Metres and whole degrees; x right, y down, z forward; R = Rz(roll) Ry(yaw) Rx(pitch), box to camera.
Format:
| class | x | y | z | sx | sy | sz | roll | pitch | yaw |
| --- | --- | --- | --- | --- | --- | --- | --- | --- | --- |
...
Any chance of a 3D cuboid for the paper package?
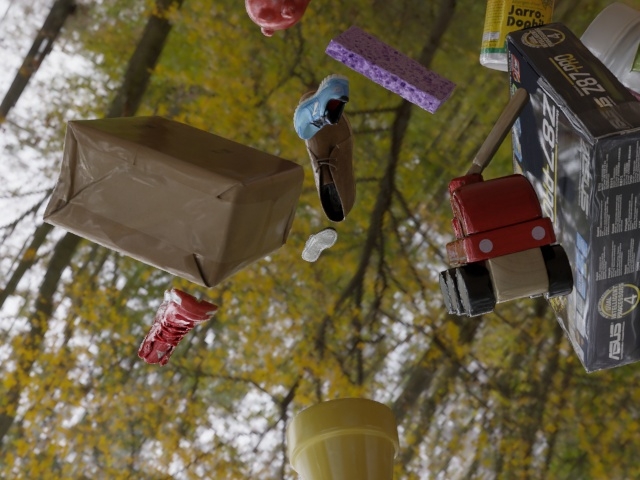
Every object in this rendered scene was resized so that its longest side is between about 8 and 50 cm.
| class | x | y | z | sx | sy | sz | roll | pitch | yaw |
| --- | --- | --- | --- | --- | --- | --- | --- | --- | --- |
| paper package | -0.222 | -0.077 | 1.532 | 0.309 | 0.168 | 0.325 | 20 | -166 | 11 |

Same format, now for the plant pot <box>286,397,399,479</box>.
| class | x | y | z | sx | sy | sz | roll | pitch | yaw |
| --- | --- | --- | --- | --- | --- | --- | --- | --- | --- |
| plant pot | 0.061 | 0.515 | 2.134 | 0.254 | 0.254 | 0.239 | 22 | -138 | -33 |

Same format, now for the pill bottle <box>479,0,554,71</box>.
| class | x | y | z | sx | sy | sz | roll | pitch | yaw |
| --- | --- | --- | --- | --- | --- | --- | --- | --- | --- |
| pill bottle | 0.351 | -0.408 | 1.687 | 0.118 | 0.208 | 0.117 | 8 | -176 | -1 |

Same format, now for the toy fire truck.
| class | x | y | z | sx | sy | sz | roll | pitch | yaw |
| --- | --- | --- | --- | --- | --- | --- | --- | --- | --- |
| toy fire truck | 0.207 | -0.049 | 1.116 | 0.217 | 0.158 | 0.246 | 94 | 162 | -87 |

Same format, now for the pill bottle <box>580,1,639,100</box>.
| class | x | y | z | sx | sy | sz | roll | pitch | yaw |
| --- | --- | --- | --- | --- | --- | --- | --- | --- | --- |
| pill bottle | 0.660 | -0.261 | 1.748 | 0.392 | 0.224 | 0.224 | 37 | -162 | 23 |

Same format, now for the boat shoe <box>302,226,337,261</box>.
| class | x | y | z | sx | sy | sz | roll | pitch | yaw |
| --- | --- | --- | --- | --- | --- | --- | --- | --- | --- |
| boat shoe | 0.000 | 0.000 | 2.009 | 0.046 | 0.125 | 0.038 | 22 | -127 | -12 |

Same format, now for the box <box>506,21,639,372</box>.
| class | x | y | z | sx | sy | sz | roll | pitch | yaw |
| --- | --- | --- | --- | --- | --- | --- | --- | --- | --- |
| box | 0.360 | -0.063 | 1.351 | 0.097 | 0.395 | 0.318 | -13 | -143 | -4 |

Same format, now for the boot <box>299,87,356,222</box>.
| class | x | y | z | sx | sy | sz | roll | pitch | yaw |
| --- | --- | --- | --- | --- | --- | --- | --- | --- | --- |
| boot | 0.020 | -0.184 | 2.121 | 0.115 | 0.112 | 0.305 | -76 | -26 | -63 |

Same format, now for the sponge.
| class | x | y | z | sx | sy | sz | roll | pitch | yaw |
| --- | --- | --- | --- | --- | --- | --- | --- | --- | --- |
| sponge | 0.119 | -0.286 | 1.595 | 0.210 | 0.031 | 0.117 | 32 | -149 | 7 |

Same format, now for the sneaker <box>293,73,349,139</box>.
| class | x | y | z | sx | sy | sz | roll | pitch | yaw |
| --- | --- | --- | --- | --- | --- | --- | --- | --- | --- |
| sneaker | 0.002 | -0.246 | 1.842 | 0.063 | 0.162 | 0.073 | 9 | -129 | -31 |

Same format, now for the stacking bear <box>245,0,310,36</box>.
| class | x | y | z | sx | sy | sz | roll | pitch | yaw |
| --- | --- | --- | --- | --- | --- | --- | --- | --- | --- |
| stacking bear | -0.092 | -0.500 | 1.641 | 0.164 | 0.175 | 0.289 | -6 | -101 | -37 |

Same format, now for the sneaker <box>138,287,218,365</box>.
| class | x | y | z | sx | sy | sz | roll | pitch | yaw |
| --- | --- | --- | --- | --- | --- | --- | --- | --- | --- |
| sneaker | -0.235 | 0.151 | 1.571 | 0.087 | 0.128 | 0.221 | 24 | 171 | -10 |

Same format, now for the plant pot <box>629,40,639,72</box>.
| class | x | y | z | sx | sy | sz | roll | pitch | yaw |
| --- | --- | --- | --- | --- | --- | --- | --- | --- | --- |
| plant pot | 0.541 | -0.296 | 1.515 | 0.079 | 0.083 | 0.083 | 18 | -165 | 14 |
